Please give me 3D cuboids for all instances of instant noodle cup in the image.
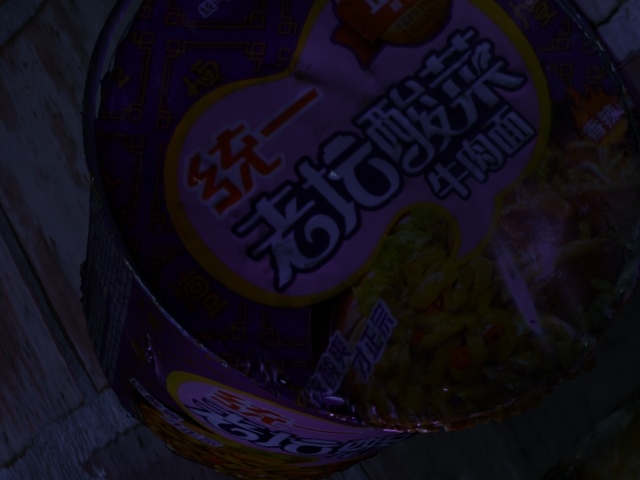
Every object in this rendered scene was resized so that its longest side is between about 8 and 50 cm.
[{"bbox_3d":[0.000,0.000,1.185,0.340,0.340,0.266,57,153,12],"label":"instant noodle cup"}]

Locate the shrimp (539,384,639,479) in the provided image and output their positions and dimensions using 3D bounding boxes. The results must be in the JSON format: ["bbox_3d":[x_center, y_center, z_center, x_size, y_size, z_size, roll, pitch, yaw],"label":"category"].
[{"bbox_3d":[0.238,0.152,1.166,0.164,0.062,0.317,59,142,4],"label":"shrimp"}]
